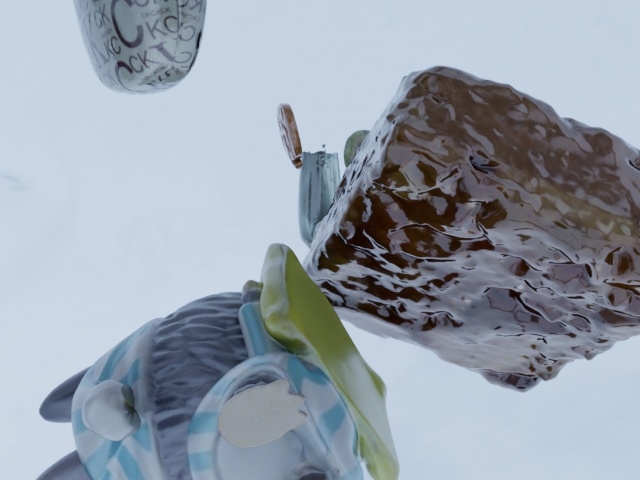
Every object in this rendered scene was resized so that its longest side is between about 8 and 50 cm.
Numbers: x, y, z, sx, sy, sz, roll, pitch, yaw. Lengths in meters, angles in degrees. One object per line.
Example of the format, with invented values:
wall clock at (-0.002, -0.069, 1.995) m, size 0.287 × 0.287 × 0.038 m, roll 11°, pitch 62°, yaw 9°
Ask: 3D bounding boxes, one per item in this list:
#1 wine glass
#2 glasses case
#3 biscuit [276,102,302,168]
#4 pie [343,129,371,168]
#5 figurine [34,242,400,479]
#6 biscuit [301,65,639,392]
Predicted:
wine glass at (0.000, 0.000, 1.188) m, size 0.074 × 0.074 × 0.262 m, roll 3°, pitch 97°, yaw 27°
glasses case at (-0.143, -0.286, 0.636) m, size 0.137 × 0.085 × 0.354 m, roll 3°, pitch 99°, yaw 55°
biscuit at (-0.037, -0.120, 1.011) m, size 0.015 × 0.091 × 0.078 m, roll -14°, pitch 92°, yaw -7°
pie at (0.064, -0.116, 1.210) m, size 0.021 × 0.084 × 0.084 m, roll -14°, pitch 78°, yaw 52°
figurine at (-0.133, 0.216, 0.865) m, size 0.378 × 0.361 × 0.266 m, roll -31°, pitch 95°, yaw 10°
biscuit at (0.174, 0.003, 0.937) m, size 0.343 × 0.395 × 0.166 m, roll 22°, pitch 64°, yaw -8°
